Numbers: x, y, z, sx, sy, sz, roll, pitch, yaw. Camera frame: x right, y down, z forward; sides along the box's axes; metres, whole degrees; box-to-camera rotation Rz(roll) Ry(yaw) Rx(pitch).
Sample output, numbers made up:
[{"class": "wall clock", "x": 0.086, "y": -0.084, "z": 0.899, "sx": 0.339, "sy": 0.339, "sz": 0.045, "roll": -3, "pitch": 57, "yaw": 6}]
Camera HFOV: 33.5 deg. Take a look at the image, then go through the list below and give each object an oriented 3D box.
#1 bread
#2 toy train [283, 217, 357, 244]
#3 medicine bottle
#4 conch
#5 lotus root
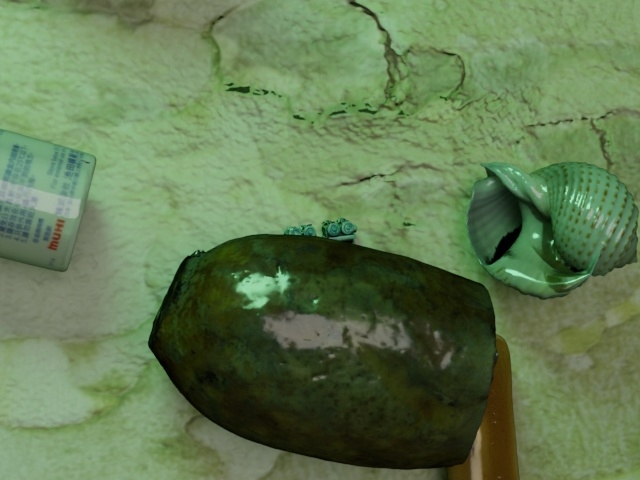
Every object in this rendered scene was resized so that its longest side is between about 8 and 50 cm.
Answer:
[{"class": "bread", "x": 0.183, "y": 0.227, "z": 1.233, "sx": 0.092, "sy": 0.074, "sz": 0.239, "roll": 0, "pitch": 84, "yaw": -32}, {"class": "toy train", "x": 0.000, "y": 0.000, "z": 1.228, "sx": 0.092, "sy": 0.029, "sz": 0.045, "roll": -7, "pitch": 95, "yaw": -17}, {"class": "medicine bottle", "x": -0.408, "y": -0.070, "z": 1.071, "sx": 0.340, "sy": 0.130, "sz": 0.130, "roll": 15, "pitch": 82, "yaw": -14}, {"class": "conch", "x": 0.276, "y": -0.017, "z": 1.253, "sx": 0.200, "sy": 0.131, "sz": 0.172, "roll": 34, "pitch": 100, "yaw": 30}, {"class": "lotus root", "x": -0.002, "y": 0.111, "z": 1.120, "sx": 0.345, "sy": 0.250, "sz": 0.251, "roll": 15, "pitch": 82, "yaw": -8}]
